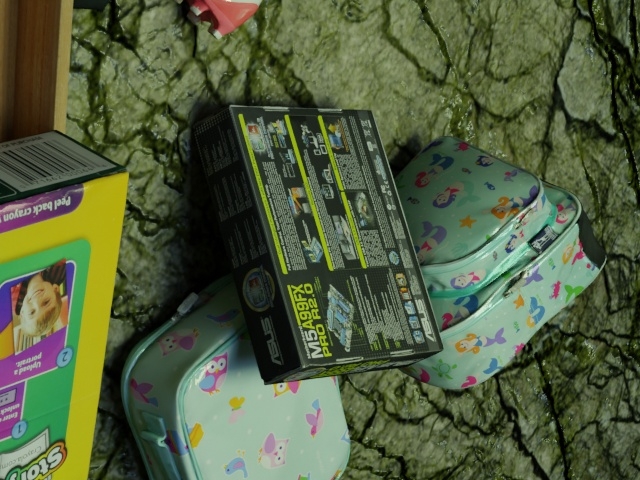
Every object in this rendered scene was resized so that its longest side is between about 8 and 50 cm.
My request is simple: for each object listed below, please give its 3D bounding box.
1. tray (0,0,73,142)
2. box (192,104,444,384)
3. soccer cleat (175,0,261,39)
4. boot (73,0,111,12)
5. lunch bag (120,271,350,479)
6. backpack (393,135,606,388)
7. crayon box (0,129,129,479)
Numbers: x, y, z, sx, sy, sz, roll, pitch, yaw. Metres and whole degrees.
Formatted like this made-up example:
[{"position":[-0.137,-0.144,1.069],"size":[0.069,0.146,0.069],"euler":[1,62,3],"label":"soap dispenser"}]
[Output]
[{"position":[-0.301,-0.170,1.491],"size":[0.203,0.076,0.411],"euler":[-20,129,-43],"label":"tray"},{"position":[0.000,0.000,1.841],"size":[0.216,0.060,0.270],"euler":[-4,73,-47],"label":"box"},{"position":[-0.121,-0.285,1.678],"size":[0.095,0.083,0.248],"euler":[-48,140,-10],"label":"soccer cleat"},{"position":[-0.226,-0.210,1.628],"size":[0.099,0.045,0.121],"euler":[-15,118,-51],"label":"boot"},{"position":[-0.090,0.178,1.882],"size":[0.224,0.108,0.279],"euler":[-38,130,-31],"label":"lunch bag"},{"position":[0.152,0.026,2.005],"size":[0.253,0.225,0.191],"euler":[-49,133,-10],"label":"backpack"},{"position":[-0.332,0.101,1.479],"size":[0.363,0.106,0.313],"euler":[-18,128,-47],"label":"crayon box"}]
